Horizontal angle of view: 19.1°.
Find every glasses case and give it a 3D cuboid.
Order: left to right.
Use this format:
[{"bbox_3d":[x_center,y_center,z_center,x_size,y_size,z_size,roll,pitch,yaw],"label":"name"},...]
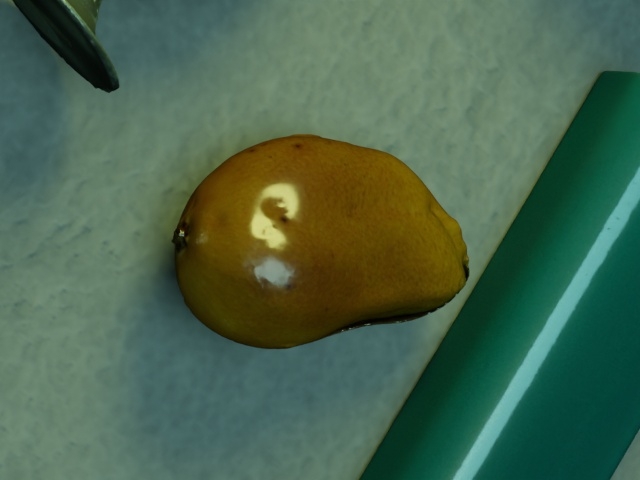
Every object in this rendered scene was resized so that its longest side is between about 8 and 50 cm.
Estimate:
[{"bbox_3d":[0.133,0.064,1.021,0.117,0.070,0.301,34,81,-23],"label":"glasses case"}]

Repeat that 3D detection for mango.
[{"bbox_3d":[-0.003,0.001,0.950,0.159,0.084,0.105,-2,80,-43],"label":"mango"}]

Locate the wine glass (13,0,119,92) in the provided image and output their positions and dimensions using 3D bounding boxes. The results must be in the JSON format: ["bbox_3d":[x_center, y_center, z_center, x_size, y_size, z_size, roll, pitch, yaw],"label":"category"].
[{"bbox_3d":[-0.054,-0.168,0.902,0.202,0.093,0.093,-42,110,-14],"label":"wine glass"}]
